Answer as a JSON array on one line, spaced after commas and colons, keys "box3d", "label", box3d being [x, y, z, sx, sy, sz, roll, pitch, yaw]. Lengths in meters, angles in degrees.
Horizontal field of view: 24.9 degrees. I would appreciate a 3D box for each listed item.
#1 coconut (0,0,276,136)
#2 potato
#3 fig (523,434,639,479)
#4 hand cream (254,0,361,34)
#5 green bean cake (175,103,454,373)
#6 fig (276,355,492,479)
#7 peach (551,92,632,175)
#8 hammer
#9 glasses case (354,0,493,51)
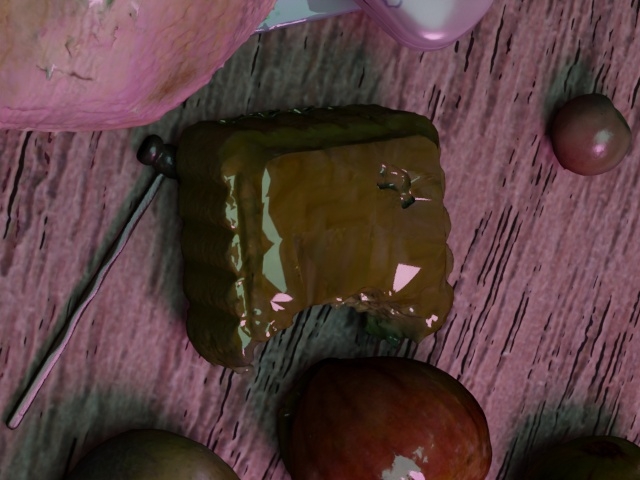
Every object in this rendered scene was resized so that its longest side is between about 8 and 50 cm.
[{"box3d": [-0.204, -0.263, 1.074, 0.405, 0.404, 0.404, -3, 99, -21], "label": "coconut"}, {"box3d": [-0.167, 0.292, 1.275, 0.174, 0.159, 0.251, 25, 75, 3], "label": "potato"}, {"box3d": [0.270, 0.328, 1.460, 0.151, 0.151, 0.259, -3, 103, -21], "label": "fig"}, {"box3d": [-0.008, -0.244, 1.317, 0.275, 0.050, 0.079, -16, 76, -14], "label": "hand cream"}, {"box3d": [0.000, 0.000, 1.293, 0.236, 0.124, 0.232, -10, 104, -28], "label": "green bean cake"}, {"box3d": [0.050, 0.191, 1.334, 0.205, 0.205, 0.205, -3, 99, -21], "label": "fig"}, {"box3d": [0.264, -0.103, 1.422, 0.083, 0.083, 0.083, -3, 99, -21], "label": "peach"}, {"box3d": [-0.201, 0.043, 1.292, 0.058, 0.029, 0.292, 31, 88, -20], "label": "hammer"}, {"box3d": [0.032, -0.294, 1.269, 0.113, 0.075, 0.297, -44, 91, -11], "label": "glasses case"}]
